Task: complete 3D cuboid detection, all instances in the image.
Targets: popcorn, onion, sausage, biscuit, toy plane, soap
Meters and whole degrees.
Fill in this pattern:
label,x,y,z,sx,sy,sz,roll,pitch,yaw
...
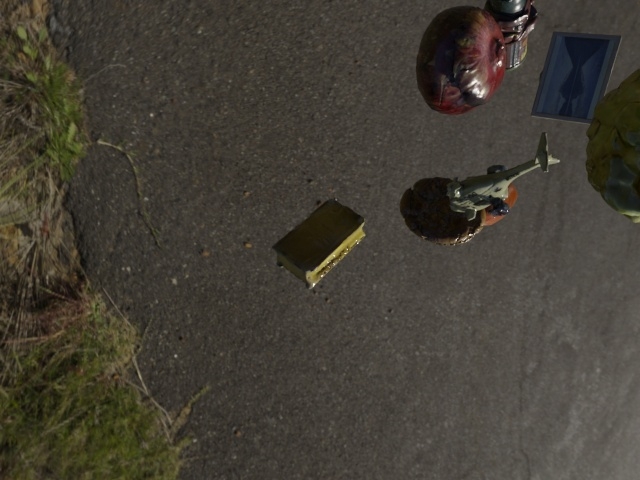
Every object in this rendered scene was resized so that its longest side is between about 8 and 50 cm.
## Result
label,x,y,z,sx,sy,sz,roll,pitch,yaw
popcorn,0.473,-0.130,0.610,0.174,0.286,0.225,31,61,-72
onion,0.327,-0.410,1.162,0.246,0.190,0.246,-18,114,-47
sausage,0.534,-0.125,1.594,0.258,0.133,0.133,-33,121,-46
biscuit,0.322,-0.083,1.336,0.226,0.226,0.042,-33,154,-17
toy plane,0.305,-0.102,0.884,0.108,0.286,0.092,10,76,-20
soap,0.000,0.001,1.329,0.233,0.135,0.076,-43,150,-23

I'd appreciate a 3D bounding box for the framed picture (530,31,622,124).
label,x,y,z,sx,sy,sz,roll,pitch,yaw
framed picture,0.600,-0.384,1.200,0.015,0.150,0.203,-3,108,-59

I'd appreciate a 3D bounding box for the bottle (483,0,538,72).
label,x,y,z,sx,sy,sz,roll,pitch,yaw
bottle,0.507,-0.589,1.368,0.156,0.143,0.271,-62,156,-12

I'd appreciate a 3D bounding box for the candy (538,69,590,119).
label,x,y,z,sx,sy,sz,roll,pitch,yaw
candy,0.605,-0.360,1.251,0.062,0.194,0.058,-3,142,-24
